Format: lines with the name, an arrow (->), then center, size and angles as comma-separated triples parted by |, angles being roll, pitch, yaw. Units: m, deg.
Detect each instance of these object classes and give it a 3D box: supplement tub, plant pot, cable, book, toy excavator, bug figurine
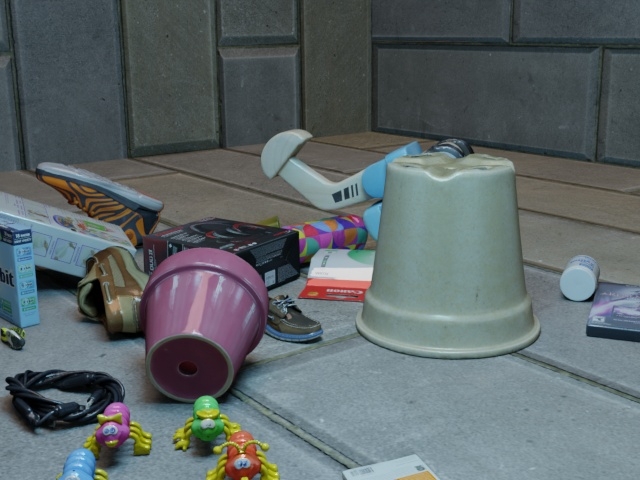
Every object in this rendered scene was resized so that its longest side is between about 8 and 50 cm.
supplement tub -> 0.522, 0.074, 1.714 | 0.071, 0.071, 0.107 | 5, 15, 21
plant pot -> -0.134, -0.005, 2.054 | 0.083, 0.081, 0.081 | -13, 14, 1
cable -> -0.375, 0.217, 1.246 | 0.151, 0.047, 0.184 | -11, 17, -36
plant pot -> 0.230, 0.007, 1.518 | 0.334, 0.305, 0.334 | 0, 14, 0
plant pot -> -0.183, 0.139, 1.291 | 0.201, 0.201, 0.180 | 0, 30, 1
book -> 0.092, 0.292, 0.961 | 0.096, 0.035, 0.144 | -8, 15, -15
toy excavator -> 0.131, -0.109, 1.935 | 0.445, 0.432, 0.222 | -23, 5, 18
bug figurine -> -0.196, 0.252, 1.047 | 0.279, 0.072, 0.216 | -4, 14, -11

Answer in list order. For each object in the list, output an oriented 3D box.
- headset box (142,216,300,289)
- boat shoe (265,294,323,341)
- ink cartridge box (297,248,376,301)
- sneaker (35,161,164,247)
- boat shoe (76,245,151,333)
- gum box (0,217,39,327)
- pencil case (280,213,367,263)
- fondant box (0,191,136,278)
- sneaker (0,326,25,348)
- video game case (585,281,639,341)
headset box -> -0.223, 0.033, 1.835 | 0.293, 0.110, 0.218 | 10, 18, 35
boat shoe -> -0.073, 0.132, 1.523 | 0.183, 0.066, 0.066 | 10, 18, 37
ink cartridge box -> 0.061, 0.070, 1.798 | 0.181, 0.056, 0.225 | 2, 13, 12
sneaker -> -0.542, -0.062, 2.034 | 0.321, 0.180, 0.124 | 22, 4, -29
boat shoe -> -0.398, 0.091, 1.602 | 0.120, 0.122, 0.324 | -12, 17, -28
gum box -> -0.590, 0.056, 1.610 | 0.041, 0.184, 0.157 | -14, 19, -42
pencil case -> 0.000, 0.000, 1.980 | 0.236, 0.104, 0.104 | -12, 18, -40
fondant box -> -0.582, -0.010, 1.828 | 0.330, 0.096, 0.238 | 17, 7, -24
sneaker -> -0.530, 0.165, 1.488 | 0.035, 0.031, 0.083 | -12, 18, -39
video game case -> 0.605, 0.133, 1.576 | 0.196, 0.026, 0.274 | 5, 16, 21
